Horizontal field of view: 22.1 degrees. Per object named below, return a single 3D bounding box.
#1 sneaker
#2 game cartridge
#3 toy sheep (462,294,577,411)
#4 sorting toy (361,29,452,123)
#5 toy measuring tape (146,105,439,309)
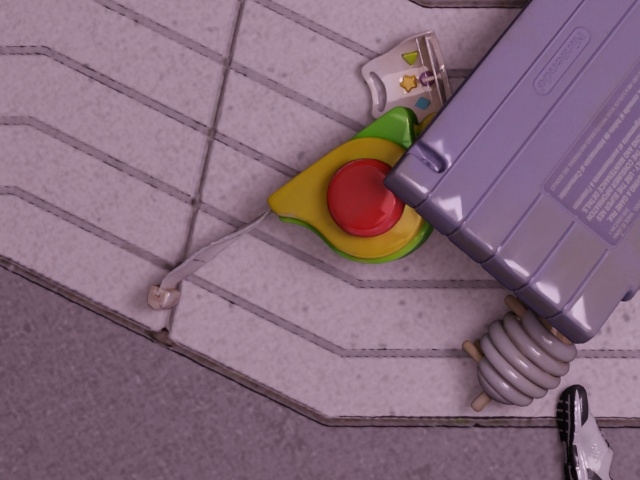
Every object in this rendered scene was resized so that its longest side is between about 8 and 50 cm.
[{"bbox_3d":[0.247,0.185,1.519,0.043,0.040,0.109,-9,99,-14],"label":"sneaker"},{"bbox_3d":[0.247,-0.110,1.426,0.230,0.068,0.355,41,74,-6],"label":"game cartridge"},{"bbox_3d":[0.181,0.105,1.489,0.091,0.091,0.132,39,109,-2],"label":"toy sheep"},{"bbox_3d":[0.077,-0.143,1.491,0.075,0.045,0.083,-13,95,10],"label":"sorting toy"},{"bbox_3d":[0.000,0.000,1.473,0.330,0.121,0.121,-35,93,12],"label":"toy measuring tape"}]
